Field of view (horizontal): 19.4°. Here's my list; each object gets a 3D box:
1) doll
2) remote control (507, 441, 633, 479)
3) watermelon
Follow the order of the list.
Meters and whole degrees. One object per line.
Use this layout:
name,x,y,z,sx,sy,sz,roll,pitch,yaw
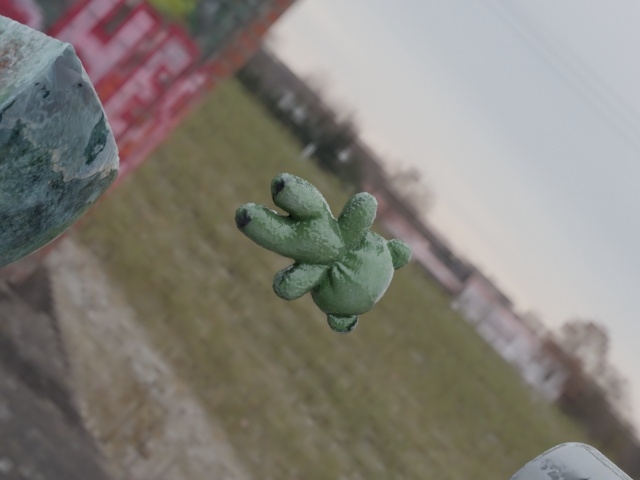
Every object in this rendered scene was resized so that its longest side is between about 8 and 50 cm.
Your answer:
doll,0.000,0.000,1.551,0.150,0.115,0.077,42,4,-31
remote control,0.079,0.253,1.155,0.055,0.313,0.109,54,-8,-36
watermelon,-0.282,-0.089,1.428,0.319,0.289,0.214,-4,65,-38
